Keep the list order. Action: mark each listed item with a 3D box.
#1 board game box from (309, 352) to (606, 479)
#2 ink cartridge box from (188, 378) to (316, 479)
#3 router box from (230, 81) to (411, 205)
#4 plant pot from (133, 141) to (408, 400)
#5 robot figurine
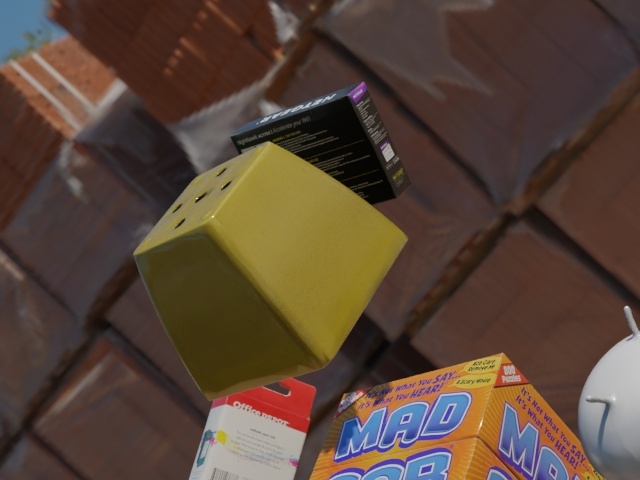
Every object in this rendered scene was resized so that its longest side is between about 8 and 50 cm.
[{"bbox_3d":[0.220,0.465,2.237,0.356,0.356,0.356,-20,33,39],"label":"board game box"},{"bbox_3d":[-0.104,0.307,1.963,0.078,0.134,0.231,-30,40,64],"label":"ink cartridge box"},{"bbox_3d":[-0.001,-0.093,1.551,0.179,0.133,0.046,-15,19,35],"label":"router box"},{"bbox_3d":[-0.072,0.020,1.458,0.212,0.187,0.212,-22,25,46],"label":"plant pot"},{"bbox_3d":[0.421,0.228,1.462,0.200,0.353,0.300,-29,27,41],"label":"robot figurine"}]
